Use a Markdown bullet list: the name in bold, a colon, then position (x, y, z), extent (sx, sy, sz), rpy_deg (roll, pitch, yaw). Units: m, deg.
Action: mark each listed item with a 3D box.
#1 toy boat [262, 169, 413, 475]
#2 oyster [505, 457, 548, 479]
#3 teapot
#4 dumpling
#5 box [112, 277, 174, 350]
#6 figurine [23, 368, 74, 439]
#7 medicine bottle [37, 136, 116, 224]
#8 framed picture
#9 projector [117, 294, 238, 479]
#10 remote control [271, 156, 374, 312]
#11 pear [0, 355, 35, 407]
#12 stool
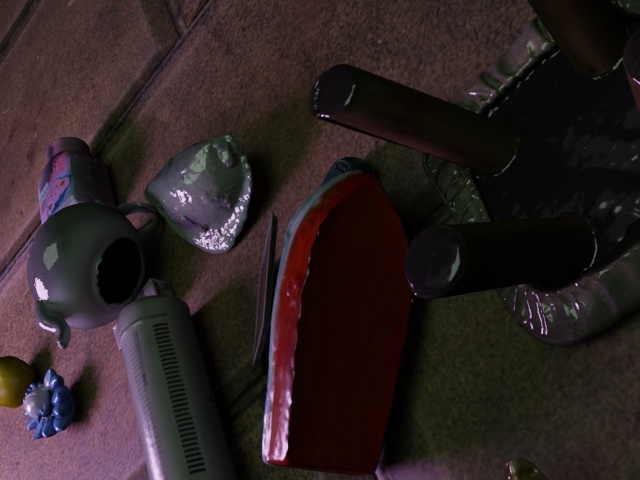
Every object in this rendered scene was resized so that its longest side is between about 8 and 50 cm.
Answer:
- **toy boat**: position (0.014, 0.080, 0.833), extent (0.133, 0.145, 0.332), rpy_deg (167, 114, -68)
- **oyster**: position (0.188, 0.344, 0.575), extent (0.166, 0.110, 0.341), rpy_deg (-33, 57, 39)
- **teapot**: position (-0.345, 0.039, 1.164), extent (0.129, 0.193, 0.294), rpy_deg (9, 45, 26)
- **dumpling**: position (-0.177, -0.063, 1.090), extent (0.216, 0.105, 0.149), rpy_deg (-17, 63, 40)
- **box**: position (-0.268, 0.115, 1.164), extent (0.117, 0.036, 0.051), rpy_deg (-51, 45, 19)
- **figurine**: position (-0.440, 0.275, 1.242), extent (0.114, 0.079, 0.114), rpy_deg (-21, 56, 34)
- **medicine bottle**: position (-0.442, -0.096, 1.373), extent (0.119, 0.094, 0.188), rpy_deg (-44, 49, 26)
- **framed picture**: position (-0.067, 0.066, 0.918), extent (0.183, 0.011, 0.142), rpy_deg (109, 165, -64)
- **projector**: position (-0.183, 0.228, 0.986), extent (0.108, 0.108, 0.337), rpy_deg (-44, 49, 24)
- **remote control**: position (0.000, 0.000, 0.936), extent (0.072, 0.042, 0.222), rpy_deg (31, 98, 50)
- **pear**: position (-0.553, 0.247, 1.359), extent (0.092, 0.097, 0.092), rpy_deg (-27, 27, 15)
- **stool**: position (0.194, -0.110, 0.657), extent (0.310, 0.226, 0.310), rpy_deg (-45, 50, 24)
